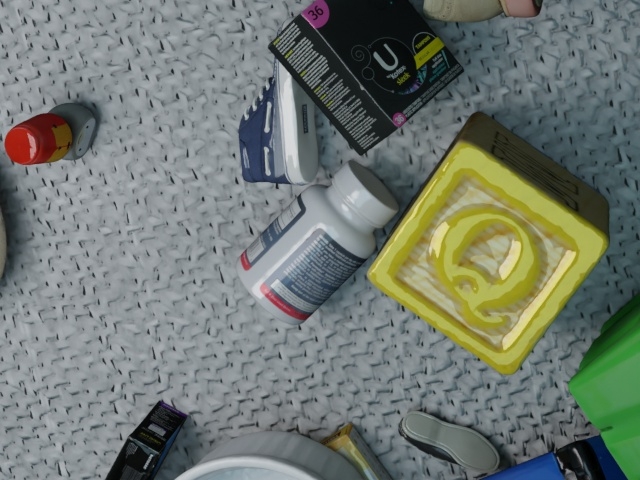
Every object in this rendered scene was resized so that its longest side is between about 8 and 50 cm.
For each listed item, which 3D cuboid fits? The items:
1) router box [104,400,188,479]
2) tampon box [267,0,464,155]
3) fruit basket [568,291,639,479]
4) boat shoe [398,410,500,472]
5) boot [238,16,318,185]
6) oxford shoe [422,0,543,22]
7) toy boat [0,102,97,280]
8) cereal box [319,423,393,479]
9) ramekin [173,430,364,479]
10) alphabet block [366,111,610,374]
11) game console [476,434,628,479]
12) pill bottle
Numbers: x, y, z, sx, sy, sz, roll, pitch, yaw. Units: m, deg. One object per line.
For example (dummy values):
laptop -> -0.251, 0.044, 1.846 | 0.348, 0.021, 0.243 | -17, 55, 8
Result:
router box -> -0.231, 0.292, 1.896 | 0.046, 0.133, 0.179 | 30, 107, 2
tampon box -> 0.049, -0.199, 1.721 | 0.120, 0.101, 0.161 | -43, 94, -29
fruit basket -> 0.508, 0.159, 1.688 | 0.392, 0.283, 0.392 | 10, 116, 22
boat shoe -> 0.150, 0.241, 1.868 | 0.125, 0.038, 0.046 | 22, 64, -2
boot -> -0.054, -0.157, 1.796 | 0.086, 0.069, 0.190 | 1, 93, 29
oxford shoe -> 0.132, -0.420, 1.665 | 0.146, 0.140, 0.397 | -8, 100, 19
toy boat -> -0.407, -0.064, 1.851 | 0.318, 0.148, 0.267 | -26, 93, 22
cereal box -> 0.035, 0.363, 1.912 | 0.173, 0.047, 0.240 | -33, 96, 16
ramekin -> -0.059, 0.355, 1.831 | 0.277, 0.135, 0.277 | 3, 105, 12
alphabet block -> 0.187, -0.002, 1.721 | 0.193, 0.197, 0.192 | 33, 106, 1
game console -> 0.306, 0.378, 1.766 | 0.173, 0.250, 0.293 | -33, 71, 42
pill bottle -> 0.000, 0.000, 1.800 | 0.108, 0.108, 0.180 | 44, 106, -3
